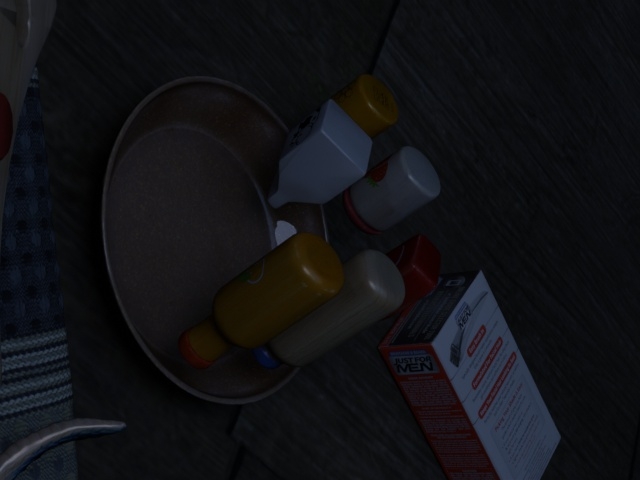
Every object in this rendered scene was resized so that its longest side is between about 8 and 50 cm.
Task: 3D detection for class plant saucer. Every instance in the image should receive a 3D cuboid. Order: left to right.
[{"bbox_3d":[-0.068,0.001,0.783,0.199,0.036,0.198,14,72,-50],"label":"plant saucer"}]

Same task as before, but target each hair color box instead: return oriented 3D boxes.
[{"bbox_3d":[0.116,0.117,0.978,0.093,0.053,0.167,-50,122,-43],"label":"hair color box"}]

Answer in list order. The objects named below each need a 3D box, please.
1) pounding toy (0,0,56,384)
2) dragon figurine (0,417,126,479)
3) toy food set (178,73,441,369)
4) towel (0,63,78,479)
[{"bbox_3d":[-0.204,-0.069,0.522,0.154,0.155,0.269,-26,118,-81],"label":"pounding toy"},{"bbox_3d":[-0.174,0.208,0.544,0.144,0.085,0.289,77,33,-42],"label":"dragon figurine"},{"bbox_3d":[0.000,0.000,0.790,0.111,0.104,0.232,43,31,-20],"label":"toy food set"},{"bbox_3d":[-0.247,-0.010,0.558,0.324,0.056,0.312,-6,90,-54],"label":"towel"}]
